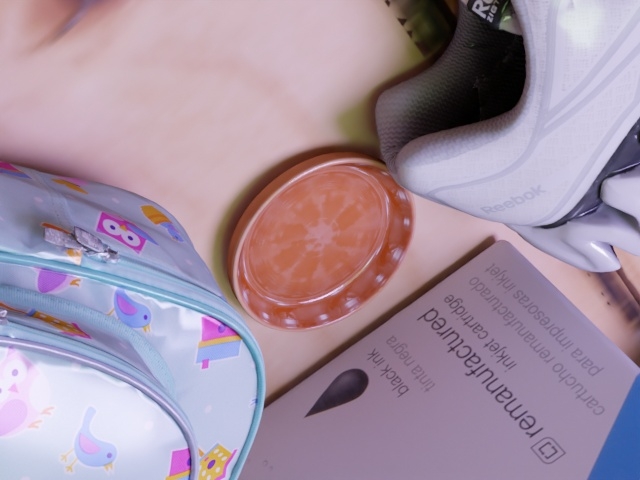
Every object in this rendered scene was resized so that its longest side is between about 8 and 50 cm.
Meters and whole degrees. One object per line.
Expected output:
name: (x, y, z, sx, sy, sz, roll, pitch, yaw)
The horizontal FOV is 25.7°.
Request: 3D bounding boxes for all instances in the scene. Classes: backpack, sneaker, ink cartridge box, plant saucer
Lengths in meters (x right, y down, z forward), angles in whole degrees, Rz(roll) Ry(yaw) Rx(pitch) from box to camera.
backpack: (-0.111, 0.059, 0.457, 0.188, 0.144, 0.165, 9, 112, -40)
sneaker: (0.120, -0.113, 0.492, 0.118, 0.110, 0.292, 14, 124, -23)
ink cartridge box: (0.028, 0.178, 0.577, 0.307, 0.223, 0.129, -35, 134, -5)
plant saucer: (0.000, 0.000, 0.571, 0.084, 0.013, 0.083, -18, 131, -21)
